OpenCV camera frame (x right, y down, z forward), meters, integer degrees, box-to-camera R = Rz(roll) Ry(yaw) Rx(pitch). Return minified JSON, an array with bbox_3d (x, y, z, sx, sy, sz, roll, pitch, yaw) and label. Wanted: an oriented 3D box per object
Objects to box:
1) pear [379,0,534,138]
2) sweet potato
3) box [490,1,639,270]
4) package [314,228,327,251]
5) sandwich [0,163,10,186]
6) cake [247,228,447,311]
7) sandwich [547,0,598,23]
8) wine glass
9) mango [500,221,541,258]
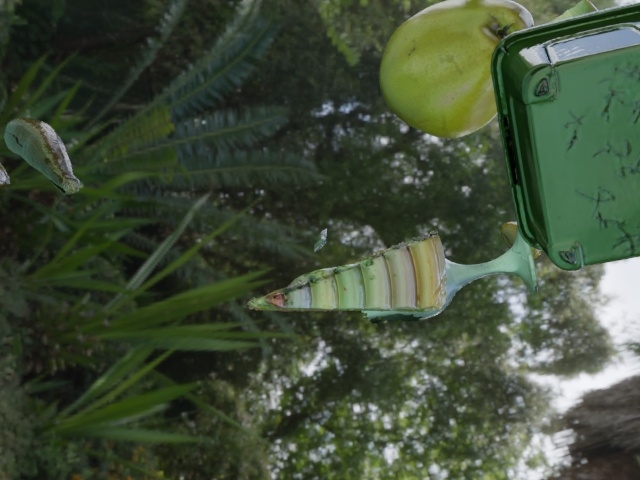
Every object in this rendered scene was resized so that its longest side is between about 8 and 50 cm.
[{"bbox_3d":[0.270,-0.362,1.628,0.336,0.285,0.284,-59,-136,44],"label":"pear"},{"bbox_3d":[-0.553,-0.180,1.617,0.286,0.085,0.112,33,-25,36],"label":"sweet potato"},{"bbox_3d":[0.375,-0.128,1.078,0.178,0.253,0.328,-70,147,-68],"label":"box"},{"bbox_3d":[0.000,0.000,1.642,0.037,0.015,0.110,-51,-173,10],"label":"package"},{"bbox_3d":[-0.623,-0.171,1.326,0.065,0.186,0.214,-51,131,-77],"label":"sandwich"},{"bbox_3d":[0.037,0.064,0.933,0.109,0.225,0.090,163,-91,-75],"label":"cake"},{"bbox_3d":[0.560,-0.345,1.631,0.220,0.108,0.186,40,21,-53],"label":"sandwich"},{"bbox_3d":[0.219,0.061,1.425,0.143,0.321,0.143,-14,90,-81],"label":"wine glass"},{"bbox_3d":[0.415,-0.002,1.684,0.079,0.057,0.114,62,-8,-29],"label":"mango"}]
